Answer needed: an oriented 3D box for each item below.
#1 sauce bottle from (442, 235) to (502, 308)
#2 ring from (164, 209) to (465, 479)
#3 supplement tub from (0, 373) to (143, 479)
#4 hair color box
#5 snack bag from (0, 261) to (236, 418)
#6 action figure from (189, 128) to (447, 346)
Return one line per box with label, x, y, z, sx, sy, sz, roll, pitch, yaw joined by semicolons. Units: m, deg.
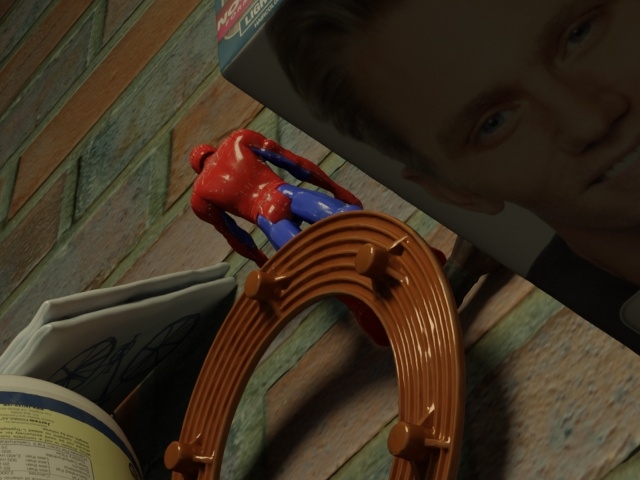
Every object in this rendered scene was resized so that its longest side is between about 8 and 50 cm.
sauce bottle;0.116;-0.010;1.206;0.128;0.042;0.042;-54;23;8
ring;-0.020;0.138;1.201;0.336;0.032;0.336;-35;46;45
supplement tub;-0.214;0.271;1.222;0.235;0.235;0.325;-48;34;21
hair color box;0.139;-0.064;0.834;0.174;0.347;0.105;-47;25;23
snack bag;-0.241;0.151;1.489;0.342;0.037;0.323;-46;-11;20
action figure;0.000;0.000;1.390;0.091;0.139;0.280;-54;45;-1
